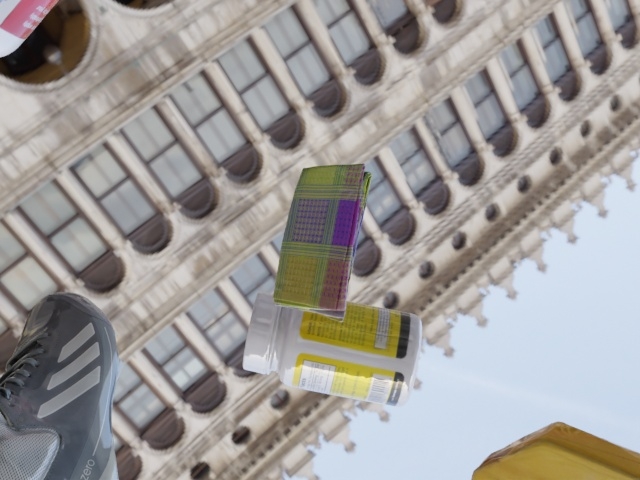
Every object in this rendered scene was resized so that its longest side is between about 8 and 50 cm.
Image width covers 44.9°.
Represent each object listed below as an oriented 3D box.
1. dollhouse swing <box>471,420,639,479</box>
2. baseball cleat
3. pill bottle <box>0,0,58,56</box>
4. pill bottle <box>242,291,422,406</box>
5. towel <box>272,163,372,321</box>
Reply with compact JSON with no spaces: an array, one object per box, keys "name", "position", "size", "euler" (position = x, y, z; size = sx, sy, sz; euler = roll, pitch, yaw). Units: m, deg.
[{"name":"dollhouse swing","position":[0.297,0.262,0.502],"size":[0.315,0.347,0.305],"euler":[-12,-156,-38]},{"name":"baseball cleat","position":[-0.157,0.084,0.413],"size":[0.072,0.109,0.206],"euler":[-43,-139,10]},{"name":"pill bottle","position":[-0.339,-0.336,0.765],"size":[0.408,0.229,0.229],"euler":[-49,-152,4]},{"name":"pill bottle","position":[0.014,0.132,0.971],"size":[0.208,0.119,0.119],"euler":[11,-143,0]},{"name":"towel","position":[0.000,0.000,0.423],"size":[0.060,0.009,0.083],"euler":[3,-99,49]}]
